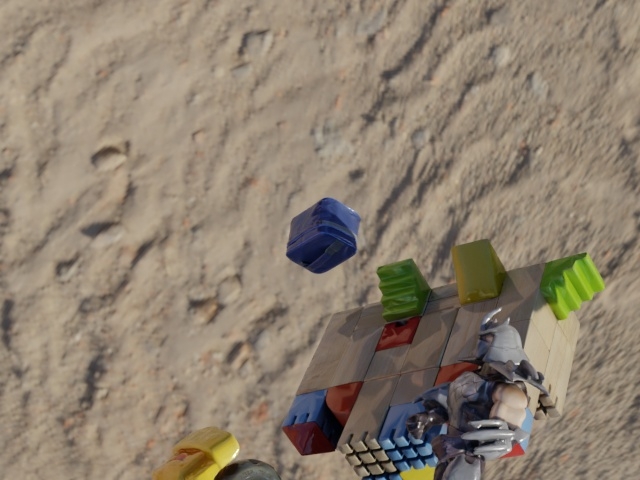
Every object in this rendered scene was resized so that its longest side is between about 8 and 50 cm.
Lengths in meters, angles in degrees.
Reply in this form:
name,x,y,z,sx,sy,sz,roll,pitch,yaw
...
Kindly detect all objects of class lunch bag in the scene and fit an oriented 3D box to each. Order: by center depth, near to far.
name,x,y,z,sx,sy,sz,roll,pitch,yaw
lunch bag,0.000,0.000,1.371,0.067,0.098,0.065,30,48,-26

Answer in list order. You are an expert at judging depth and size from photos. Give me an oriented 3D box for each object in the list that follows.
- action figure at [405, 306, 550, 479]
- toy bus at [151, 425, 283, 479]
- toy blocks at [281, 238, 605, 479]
name,x,y,z,sx,sy,sz,roll,pitch,yaw
action figure,0.120,0.195,0.941,0.099,0.185,0.285,16,88,3
toy bus,-0.116,0.305,0.955,0.211,0.149,0.220,-29,93,-25
toy blocks,0.113,0.169,1.175,0.381,0.191,0.261,-16,30,33
